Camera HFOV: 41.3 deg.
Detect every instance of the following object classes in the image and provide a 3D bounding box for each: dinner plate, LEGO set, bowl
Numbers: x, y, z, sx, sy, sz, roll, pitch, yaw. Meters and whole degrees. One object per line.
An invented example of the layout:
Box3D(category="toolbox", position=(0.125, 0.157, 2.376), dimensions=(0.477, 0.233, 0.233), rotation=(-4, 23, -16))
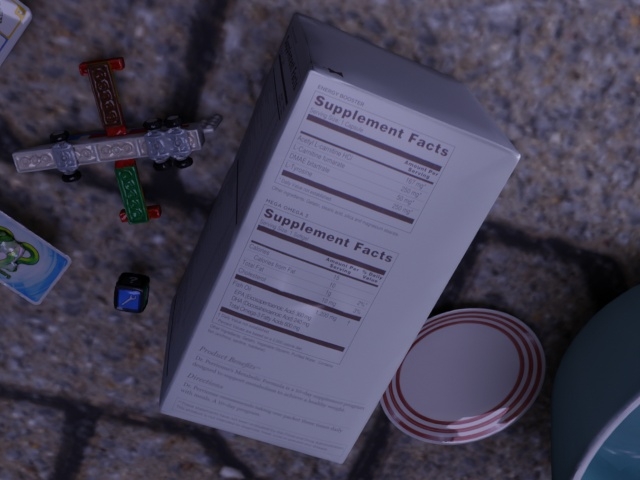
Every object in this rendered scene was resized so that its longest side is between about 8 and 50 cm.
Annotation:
Box3D(category="dinner plate", position=(0.117, 0.112, 0.707), dimensions=(0.141, 0.017, 0.141), rotation=(-3, 118, -6))
Box3D(category="LEGO set", position=(-0.191, -0.059, 0.569), dimensions=(0.244, 0.060, 0.182), rotation=(37, 112, -14))
Box3D(category="bowl", position=(0.309, 0.141, 0.664), dimensions=(0.312, 0.163, 0.311), rotation=(-3, 119, -5))

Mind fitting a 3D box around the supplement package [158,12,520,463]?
Box3D(category="supplement package", position=(0.000, 0.000, 0.560), dimensions=(0.134, 0.139, 0.244), rotation=(20, 115, -15))
